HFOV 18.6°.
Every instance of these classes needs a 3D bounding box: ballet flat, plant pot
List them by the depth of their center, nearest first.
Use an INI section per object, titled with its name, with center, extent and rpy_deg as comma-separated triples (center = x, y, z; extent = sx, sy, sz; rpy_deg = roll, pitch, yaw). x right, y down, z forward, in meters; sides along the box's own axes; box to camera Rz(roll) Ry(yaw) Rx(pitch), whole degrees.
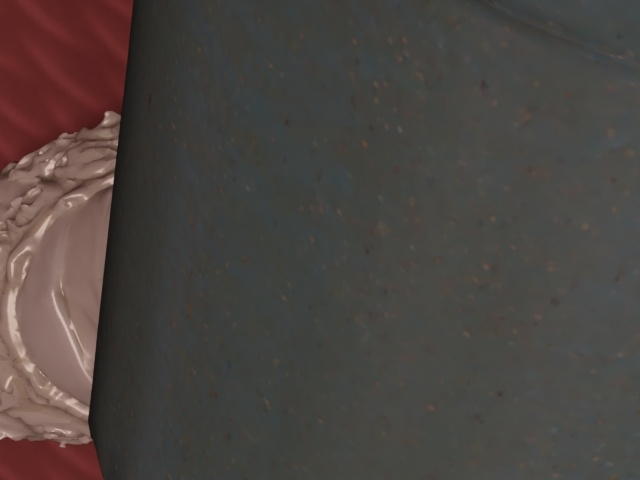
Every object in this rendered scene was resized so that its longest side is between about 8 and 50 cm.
[plant pot]
center = 0.087, -0.048, 0.543
extent = 0.341, 0.341, 0.334
rpy_deg = 19, 126, 4
[ballet flat]
center = 0.000, 0.000, 0.809
extent = 0.409, 0.147, 0.147
rpy_deg = -13, 95, 9
